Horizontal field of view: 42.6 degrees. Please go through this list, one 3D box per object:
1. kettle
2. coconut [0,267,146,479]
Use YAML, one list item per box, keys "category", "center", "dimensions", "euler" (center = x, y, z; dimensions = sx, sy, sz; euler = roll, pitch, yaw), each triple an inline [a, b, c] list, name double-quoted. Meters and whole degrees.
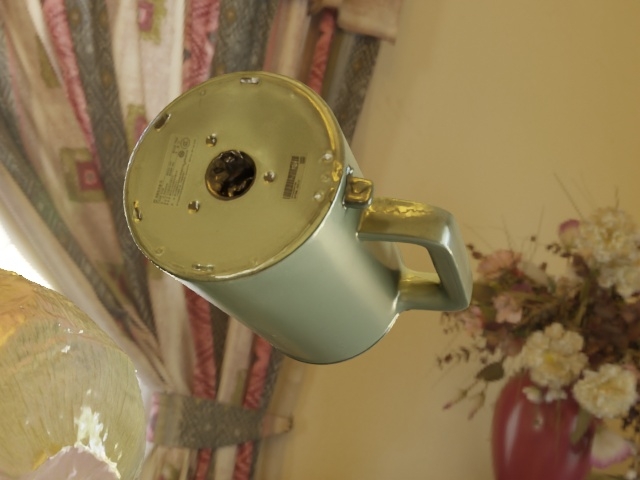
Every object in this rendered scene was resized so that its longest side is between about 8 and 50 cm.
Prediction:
- category: "kettle"
  center: [-0.008, -0.012, 0.834]
  dimensions: [0.265, 0.205, 0.318]
  euler: [-24, -29, 6]
- category: "coconut"
  center: [-0.302, 0.182, 0.738]
  dimensions: [0.254, 0.297, 0.297]
  euler: [12, -9, 33]
